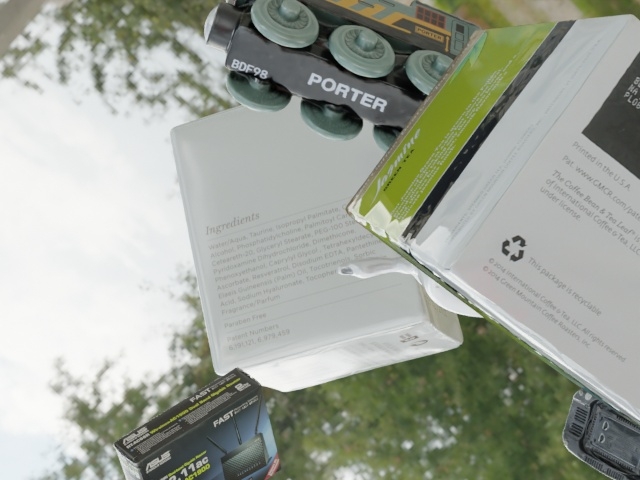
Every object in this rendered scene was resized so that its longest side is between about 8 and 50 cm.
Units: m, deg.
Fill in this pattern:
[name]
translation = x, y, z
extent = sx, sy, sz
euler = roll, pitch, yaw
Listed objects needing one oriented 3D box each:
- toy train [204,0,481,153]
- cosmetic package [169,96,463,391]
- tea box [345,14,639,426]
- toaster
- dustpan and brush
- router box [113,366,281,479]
[toy train]
translation = 0.037, -0.211, 1.238
extent = 0.333, 0.142, 0.190
euler = 19, -137, -8
[cosmetic package]
translation = 0.000, 0.000, 1.715
extent = 0.329, 0.327, 0.394
euler = 34, -139, -70
[tea box]
translation = 0.237, 0.003, 0.903
extent = 0.329, 0.220, 0.323
euler = 36, -179, -13
[toaster]
translation = 0.513, 0.315, 1.745
extent = 0.146, 0.129, 0.227
euler = 5, -168, -40
[dustpan and brush]
translation = 0.124, 0.027, 1.156
extent = 0.060, 0.211, 0.147
euler = -101, 0, -50
[router box]
translation = -0.095, 0.171, 0.870
extent = 0.038, 0.122, 0.092
euler = 25, 136, 46
